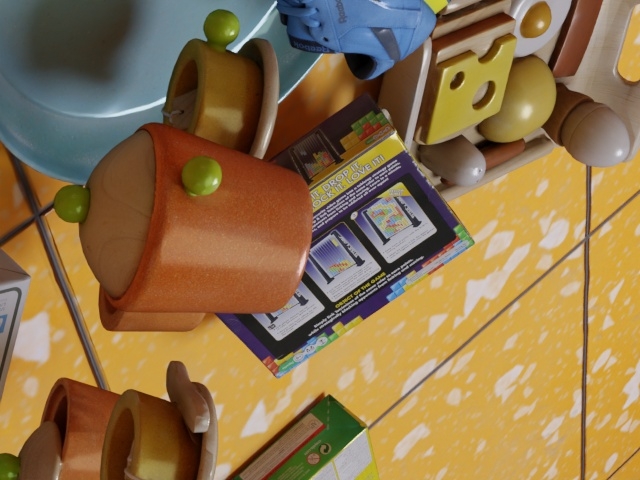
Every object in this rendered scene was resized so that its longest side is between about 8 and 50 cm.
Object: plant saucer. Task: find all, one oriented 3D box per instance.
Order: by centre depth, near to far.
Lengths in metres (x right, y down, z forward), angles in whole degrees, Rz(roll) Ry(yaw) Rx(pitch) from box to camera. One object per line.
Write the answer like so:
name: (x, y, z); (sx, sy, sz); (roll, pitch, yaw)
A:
plant saucer: (-0.075, -0.176, 0.959); (0.318, 0.044, 0.317); (-34, 146, -28)

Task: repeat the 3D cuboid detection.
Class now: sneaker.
sneaker: (0.002, -0.147, 0.985); (0.082, 0.069, 0.209); (-51, 150, 5)

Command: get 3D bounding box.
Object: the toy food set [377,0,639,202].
toy food set: (0.154, -0.103, 1.290); (0.306, 0.092, 0.219); (-26, 141, -37)

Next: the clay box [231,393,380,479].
clay box: (-0.007, 0.238, 1.470); (0.127, 0.053, 0.222); (-40, 149, -20)

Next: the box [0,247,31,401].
box: (-0.276, 0.130, 0.964); (0.169, 0.087, 0.290); (-14, 133, -46)

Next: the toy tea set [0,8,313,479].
toy tea set: (-0.116, 0.042, 0.955); (0.124, 0.200, 0.336); (11, 118, -21)

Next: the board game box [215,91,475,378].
board game box: (0.000, 0.000, 1.168); (0.170, 0.048, 0.141); (-34, 136, 4)
